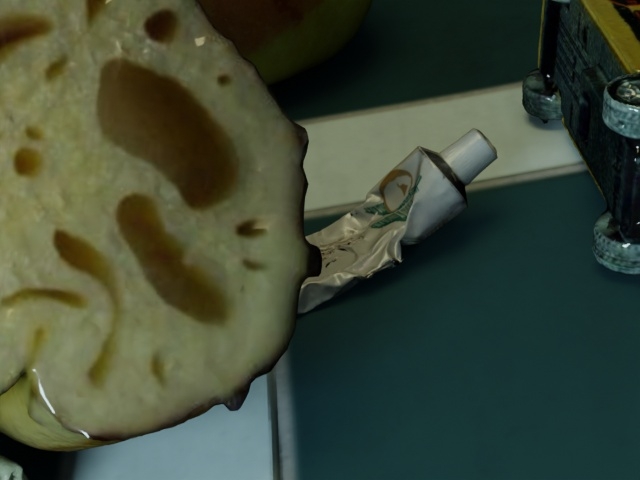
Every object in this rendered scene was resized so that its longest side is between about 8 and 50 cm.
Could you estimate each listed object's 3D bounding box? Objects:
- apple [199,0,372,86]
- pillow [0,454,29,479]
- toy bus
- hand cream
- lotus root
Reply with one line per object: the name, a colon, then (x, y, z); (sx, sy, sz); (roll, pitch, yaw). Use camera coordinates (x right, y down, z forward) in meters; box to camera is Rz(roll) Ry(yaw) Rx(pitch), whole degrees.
apple: (-0.084, -0.227, 1.375); (0.260, 0.194, 0.261); (-8, 35, 6)
pillow: (-0.252, 0.155, 0.950); (0.181, 0.078, 0.134); (11, 38, 30)
toy bus: (0.218, -0.079, 1.119); (0.123, 0.121, 0.335); (-5, 32, -6)
hand cream: (0.001, 0.003, 1.127); (0.257, 0.050, 0.084); (-31, 34, -8)
lotus root: (-0.181, 0.008, 0.989); (0.316, 0.316, 0.250); (-34, -1, -30)
